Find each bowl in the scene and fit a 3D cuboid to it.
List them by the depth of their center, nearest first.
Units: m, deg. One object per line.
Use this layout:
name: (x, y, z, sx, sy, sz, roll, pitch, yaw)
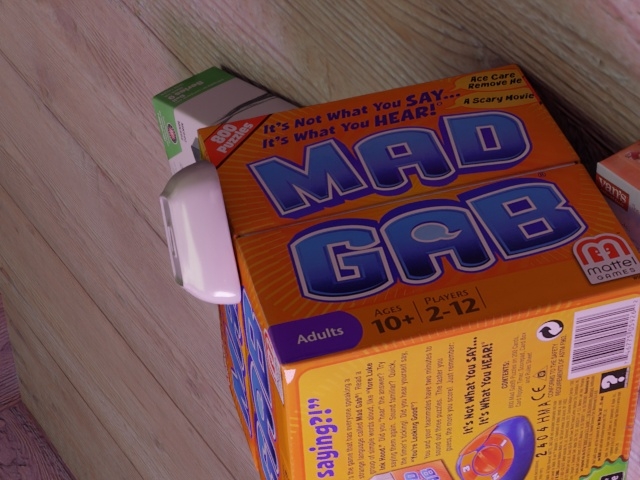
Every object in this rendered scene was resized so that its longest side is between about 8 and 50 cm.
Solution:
bowl: (-0.122, -0.006, 1.513, 0.142, 0.053, 0.142, -162, 62, -78)

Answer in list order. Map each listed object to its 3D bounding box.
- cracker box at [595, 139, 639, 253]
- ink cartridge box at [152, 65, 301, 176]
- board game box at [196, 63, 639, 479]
cracker box: (0.341, 0.036, 1.523, 0.155, 0.067, 0.232, 42, 149, 38)
ink cartridge box: (-0.101, -0.101, 2.197, 0.289, 0.121, 0.211, 30, 140, 50)
board game box: (0.094, 0.089, 1.601, 0.356, 0.356, 0.357, -113, 15, -46)
